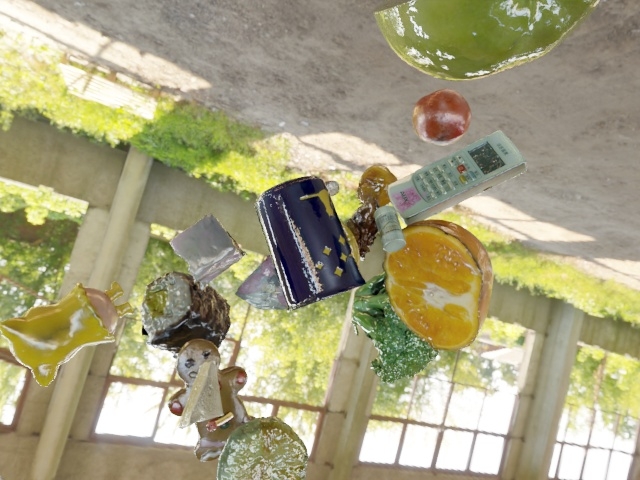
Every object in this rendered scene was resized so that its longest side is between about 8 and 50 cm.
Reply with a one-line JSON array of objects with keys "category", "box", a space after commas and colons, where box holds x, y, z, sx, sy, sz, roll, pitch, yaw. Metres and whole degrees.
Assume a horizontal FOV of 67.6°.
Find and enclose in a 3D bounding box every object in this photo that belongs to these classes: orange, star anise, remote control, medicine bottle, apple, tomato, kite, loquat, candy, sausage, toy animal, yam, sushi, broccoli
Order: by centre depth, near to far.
[{"category": "apple", "box": [0.279, -0.418, 0.792, 0.312, 0.320, 0.360, 19, -156, -14]}, {"category": "medicine bottle", "box": [0.137, -0.023, 0.942, 0.047, 0.083, 0.047, -8, 148, -5]}, {"category": "toy animal", "box": [-0.505, 0.173, 0.979, 0.156, 0.230, 0.156, 36, 144, 31]}, {"category": "orange", "box": [0.278, 0.093, 1.125, 0.274, 0.274, 0.310, 11, 155, 41]}, {"category": "remote control", "box": [0.348, -0.162, 1.258, 0.344, 0.145, 0.050, -26, 139, 8]}, {"category": "star anise", "box": [0.098, 0.010, 1.293, 0.088, 0.288, 0.288, 27, 179, 17]}, {"category": "kite", "box": [-0.088, 0.045, 1.355, 0.204, 0.360, 0.022, 22, -170, -42]}, {"category": "loquat", "box": [0.167, -0.154, 1.419, 0.113, 0.137, 0.137, 40, -169, 37]}, {"category": "yam", "box": [-0.009, -0.154, 1.433, 0.057, 0.056, 0.241, 18, 177, -21]}, {"category": "sausage", "box": [-0.300, 0.543, 1.437, 0.029, 0.029, 0.223, 15, 170, 8]}, {"category": "broccoli", "box": [0.249, 0.243, 1.476, 0.310, 0.413, 0.321, 8, -179, -26]}, {"category": "candy", "box": [-0.373, 0.032, 1.600, 0.184, 0.195, 0.137, 53, 172, 13]}, {"category": "tomato", "box": [0.441, -0.439, 1.735, 0.208, 0.184, 0.208, -8, 164, -2]}, {"category": "sushi", "box": [-0.538, 0.311, 1.908, 0.281, 0.299, 0.294, -17, 141, 20]}]

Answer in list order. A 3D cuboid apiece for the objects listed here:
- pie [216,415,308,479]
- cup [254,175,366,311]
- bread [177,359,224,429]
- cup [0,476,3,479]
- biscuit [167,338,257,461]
[{"category": "pie", "box": [-0.173, 0.684, 1.451, 0.307, 0.306, 0.071, 18, 174, -21]}, {"category": "cup", "box": [-0.021, 0.007, 1.069, 0.179, 0.256, 0.255, -21, 173, 7]}, {"category": "bread", "box": [-0.315, 0.392, 1.225, 0.105, 0.152, 0.077, -1, 159, -40]}, {"category": "cup", "box": [-0.874, 0.592, 1.028, 0.347, 0.347, 0.163, 15, -158, 8]}, {"category": "biscuit", "box": [-0.369, 0.540, 1.629, 0.283, 0.431, 0.064, -19, -168, -23]}]
